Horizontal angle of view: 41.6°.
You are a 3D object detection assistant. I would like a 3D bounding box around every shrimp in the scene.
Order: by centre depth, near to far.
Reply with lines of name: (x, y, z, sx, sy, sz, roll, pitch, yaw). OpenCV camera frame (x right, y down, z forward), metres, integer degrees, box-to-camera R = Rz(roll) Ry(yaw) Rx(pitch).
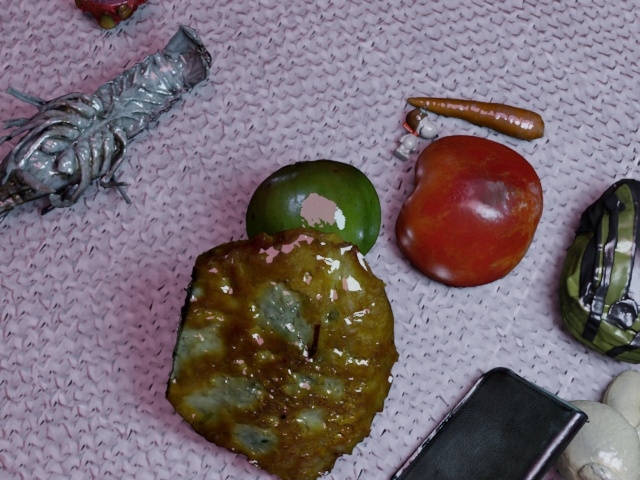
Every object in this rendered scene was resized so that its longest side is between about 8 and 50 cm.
shrimp: (-0.322, -0.149, 1.177, 0.410, 0.166, 0.221, -44, 105, -28)

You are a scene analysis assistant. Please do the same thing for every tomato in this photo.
tomato: (0.224, -0.053, 1.199, 0.200, 0.139, 0.233, 18, 73, -7)

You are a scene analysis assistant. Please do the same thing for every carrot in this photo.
carrot: (0.238, -0.195, 1.292, 0.216, 0.048, 0.048, 14, 74, 4)

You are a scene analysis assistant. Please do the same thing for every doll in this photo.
doll: (0.440, 0.282, 1.150, 0.278, 0.175, 0.149, -8, 113, -16)
doll: (0.139, -0.162, 1.275, 0.085, 0.040, 0.058, -37, 91, -14)

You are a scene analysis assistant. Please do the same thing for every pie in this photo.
pie: (-0.045, 0.144, 1.090, 0.288, 0.103, 0.354, 11, 109, -5)

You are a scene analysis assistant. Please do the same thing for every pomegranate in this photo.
pomegranate: (-0.002, 0.000, 1.155, 0.187, 0.187, 0.225, -18, 97, -10)

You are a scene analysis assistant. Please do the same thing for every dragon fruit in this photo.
dragon fruit: (-0.315, -0.370, 1.280, 0.126, 0.068, 0.112, 27, 57, 16)

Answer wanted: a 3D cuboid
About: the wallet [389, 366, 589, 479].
wallet: (0.189, 0.312, 1.099, 0.318, 0.045, 0.172, -48, 40, -11)

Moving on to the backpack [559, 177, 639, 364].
backpack: (0.450, 0.044, 1.191, 0.207, 0.140, 0.253, 30, 70, 6)
